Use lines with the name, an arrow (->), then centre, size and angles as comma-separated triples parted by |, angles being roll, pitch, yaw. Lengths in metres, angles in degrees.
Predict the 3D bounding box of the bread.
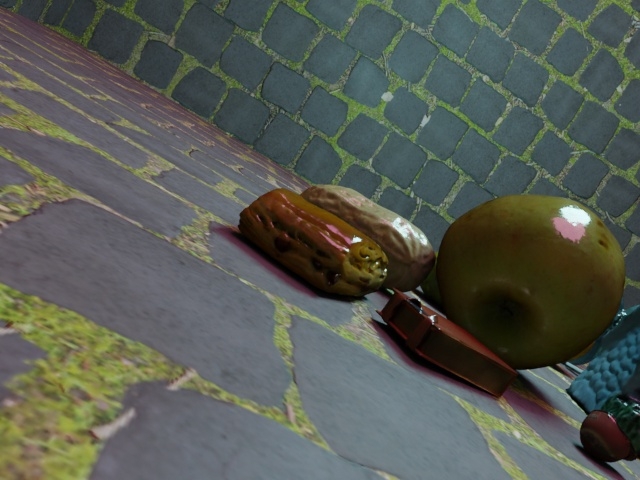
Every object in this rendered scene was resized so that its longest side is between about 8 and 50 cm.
bread -> 0.000, 0.000, 0.859 | 0.210, 0.099, 0.235 | 35, 8, 20

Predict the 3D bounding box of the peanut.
peanut -> 0.082, -0.014, 1.112 | 0.313, 0.152, 0.152 | 35, 8, 19

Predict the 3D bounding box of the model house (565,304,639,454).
model house -> 0.771, 0.302, 1.094 | 0.360, 0.339, 0.297 | 33, 6, 5

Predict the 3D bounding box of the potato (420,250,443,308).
potato -> 0.370, 0.131, 1.335 | 0.298, 0.141, 0.176 | 33, 17, 14

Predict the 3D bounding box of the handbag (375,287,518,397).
handbag -> 0.180, 0.147, 0.797 | 0.190, 0.063, 0.127 | 32, 7, -32

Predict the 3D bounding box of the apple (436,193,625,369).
apple -> 0.380, 0.082, 1.021 | 0.338, 0.338, 0.305 | 33, 27, 8

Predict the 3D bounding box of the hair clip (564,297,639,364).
hair clip -> 0.888, 0.277, 1.823 | 0.238, 0.318, 0.392 | 25, 9, -16

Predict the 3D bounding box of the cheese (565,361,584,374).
cheese -> 0.837, 0.425, 1.645 | 0.127, 0.050, 0.235 | 30, 0, -26

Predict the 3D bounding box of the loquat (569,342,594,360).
loquat -> 0.686, 0.250, 1.596 | 0.208, 0.208, 0.208 | 31, 7, -5

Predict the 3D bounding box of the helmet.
helmet -> 0.404, 0.290, 0.786 | 0.084, 0.049, 0.065 | 58, -23, 11
